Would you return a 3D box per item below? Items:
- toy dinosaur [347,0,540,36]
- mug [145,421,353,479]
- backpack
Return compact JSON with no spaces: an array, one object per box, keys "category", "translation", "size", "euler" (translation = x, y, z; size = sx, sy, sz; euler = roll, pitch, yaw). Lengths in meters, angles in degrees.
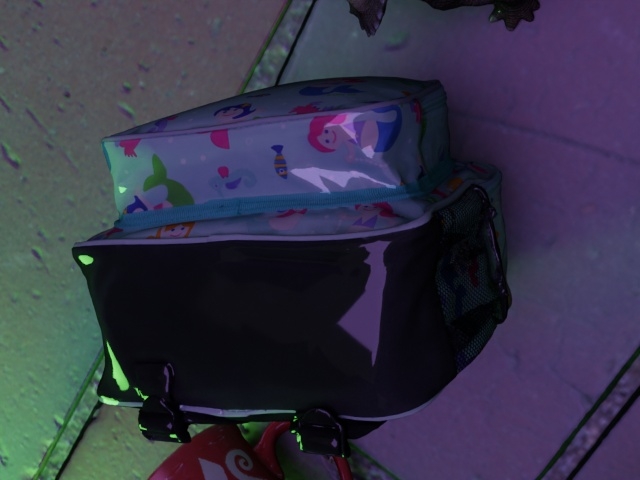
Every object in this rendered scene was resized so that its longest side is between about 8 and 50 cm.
[{"category":"toy dinosaur","translation":[0.116,-0.195,0.555],"size":[0.313,0.160,0.121],"euler":[-22,92,24]},{"category":"mug","translation":[-0.035,0.215,0.701],"size":[0.169,0.113,0.150],"euler":[41,104,23]},{"category":"backpack","translation":[0.000,0.000,0.589],"size":[0.225,0.253,0.191],"euler":[-3,95,25]}]
